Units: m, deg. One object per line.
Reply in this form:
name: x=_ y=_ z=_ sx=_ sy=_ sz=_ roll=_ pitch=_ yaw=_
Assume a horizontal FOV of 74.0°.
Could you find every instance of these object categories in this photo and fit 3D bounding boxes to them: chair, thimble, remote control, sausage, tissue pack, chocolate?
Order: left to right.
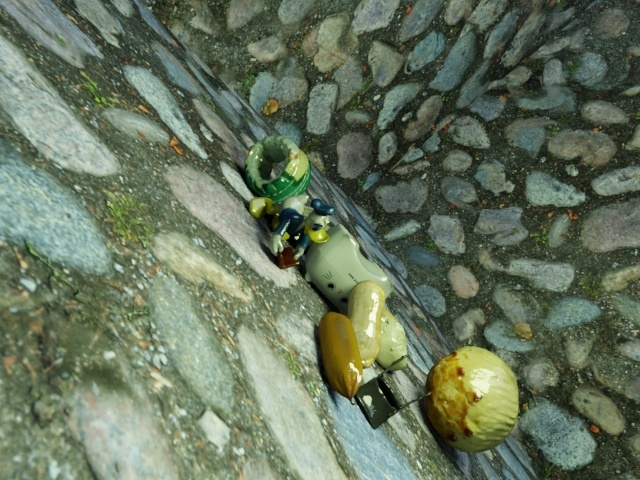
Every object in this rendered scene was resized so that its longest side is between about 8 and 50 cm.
thimble: x=-0.181 y=-0.293 z=1.751 sx=0.288 sy=0.254 sz=0.167 roll=44 pitch=4 yaw=34
remote control: x=-0.136 y=-0.038 z=1.656 sx=0.245 sy=0.063 sz=0.025 roll=47 pitch=54 yaw=-14
sausage: x=0.058 y=0.327 z=1.216 sx=0.112 sy=0.112 sz=0.328 roll=45 pitch=14 yaw=-23
tissue pack: x=0.092 y=0.126 z=1.615 sx=0.333 sy=0.236 sz=0.229 roll=48 pitch=5 yaw=-15
chocolate: x=0.144 y=0.276 z=1.418 sx=0.134 sy=0.134 sz=0.310 roll=40 pitch=47 yaw=-39
chair: x=0.199 y=0.476 z=1.306 sx=0.140 sy=0.221 sz=0.145 roll=56 pitch=-29 yaw=21

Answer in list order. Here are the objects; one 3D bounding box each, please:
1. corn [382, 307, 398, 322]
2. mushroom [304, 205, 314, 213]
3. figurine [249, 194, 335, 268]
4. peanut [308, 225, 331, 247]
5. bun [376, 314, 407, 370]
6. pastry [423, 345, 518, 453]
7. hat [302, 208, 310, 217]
corn: x=0.256 y=0.332 z=1.896 sx=0.260 sy=0.091 sz=0.091 roll=43 pitch=13 yaw=-28
mushroom: x=-0.048 y=-0.095 z=2.039 sx=0.116 sy=0.093 sz=0.225 roll=25 pitch=28 yaw=-9
figurine: x=-0.091 y=-0.052 z=1.432 sx=0.204 sy=0.338 sz=0.284 roll=34 pitch=55 yaw=-33
peanut: x=0.000 y=0.000 z=1.867 sx=0.136 sy=0.120 sz=0.298 roll=28 pitch=12 yaw=7
bun: x=0.272 y=0.394 z=1.671 sx=0.229 sy=0.145 sz=0.229 roll=46 pitch=11 yaw=-12
pastry: x=0.555 y=0.598 z=1.623 sx=0.312 sy=0.389 sz=0.388 roll=19 pitch=13 yaw=4
hat: x=-0.108 y=-0.129 z=1.847 sx=0.122 sy=0.081 sz=0.166 roll=20 pitch=-17 yaw=19
